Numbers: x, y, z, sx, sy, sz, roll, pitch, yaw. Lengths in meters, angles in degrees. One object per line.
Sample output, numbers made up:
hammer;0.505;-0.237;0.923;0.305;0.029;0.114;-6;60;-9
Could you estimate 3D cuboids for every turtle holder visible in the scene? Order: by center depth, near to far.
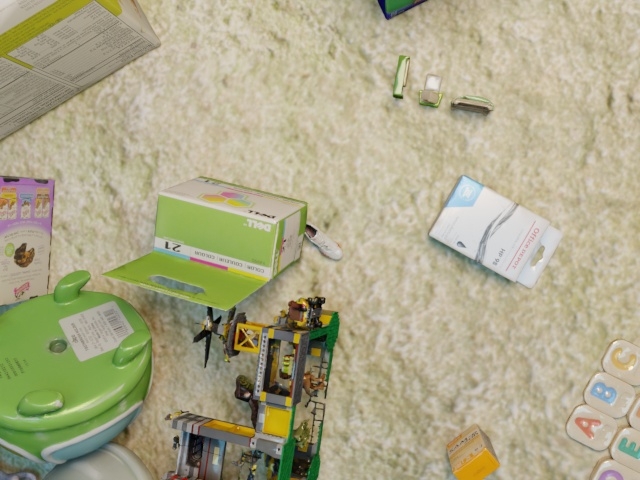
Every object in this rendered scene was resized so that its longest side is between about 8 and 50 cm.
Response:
turtle holder;-0.391;0.225;0.982;0.243;0.320;0.227;22;133;13

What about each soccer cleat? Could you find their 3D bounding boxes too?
soccer cleat;0.000;0.000;1.050;0.083;0.035;0.029;44;97;3

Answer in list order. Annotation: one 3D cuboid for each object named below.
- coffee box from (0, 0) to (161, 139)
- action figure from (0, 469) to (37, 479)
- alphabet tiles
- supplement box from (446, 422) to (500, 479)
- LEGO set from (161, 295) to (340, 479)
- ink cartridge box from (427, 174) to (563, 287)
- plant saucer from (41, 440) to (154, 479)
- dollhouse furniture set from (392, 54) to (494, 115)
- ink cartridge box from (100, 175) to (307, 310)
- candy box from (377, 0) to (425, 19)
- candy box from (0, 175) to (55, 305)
coffee box;-0.489;-0.374;0.942;0.338;0.334;0.337;-29;88;6
action figure;-0.663;0.394;1.104;0.276;0.248;0.370;30;92;31
alphabet tiles;0.527;0.278;1.006;0.278;0.021;0.284;27;97;5
supplement box;0.225;0.319;1.007;0.062;0.098;0.036;-41;91;7
LEGO set;-0.105;0.226;0.971;0.192;0.255;0.331;8;98;17
ink cartridge box;0.263;-0.011;1.003;0.180;0.060;0.104;29;96;5
plant saucer;-0.377;0.496;0.983;0.400;0.100;0.400;-16;65;37
dollhouse furniture set;0.185;-0.227;0.993;0.152;0.076;0.058;12;95;7
ink cartridge box;-0.149;-0.005;0.942;0.189;0.255;0.097;14;108;14
candy box;0.207;-0.432;0.882;0.317;0.268;0.122;-25;93;8
candy box;-0.489;-0.002;1.048;0.070;0.165;0.196;6;94;8
